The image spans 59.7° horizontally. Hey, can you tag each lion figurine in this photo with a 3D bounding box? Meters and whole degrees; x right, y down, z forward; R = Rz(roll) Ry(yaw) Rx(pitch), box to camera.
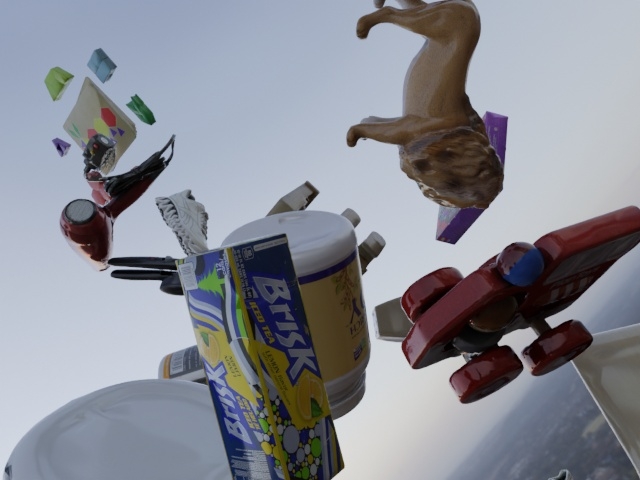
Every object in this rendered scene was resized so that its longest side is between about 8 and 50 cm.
[{"bbox_3d":[0.177,-0.246,0.864,0.142,0.240,0.392,-36,-49,-66],"label":"lion figurine"}]

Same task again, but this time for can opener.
[{"bbox_3d":[-0.293,0.052,0.995,0.073,0.186,0.059,-50,-33,-69],"label":"can opener"}]

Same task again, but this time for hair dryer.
[{"bbox_3d":[-0.359,-0.056,1.000,0.293,0.080,0.223,-56,-17,21],"label":"hair dryer"}]

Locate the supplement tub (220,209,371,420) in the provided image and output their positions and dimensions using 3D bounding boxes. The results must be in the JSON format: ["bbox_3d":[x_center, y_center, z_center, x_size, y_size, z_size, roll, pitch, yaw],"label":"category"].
[{"bbox_3d":[-0.036,0.135,1.008,0.241,0.241,0.331,-27,-62,-38],"label":"supplement tub"}]

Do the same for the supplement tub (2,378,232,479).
[{"bbox_3d":[-0.154,0.317,0.495,0.207,0.207,0.338,-16,-64,-49],"label":"supplement tub"}]

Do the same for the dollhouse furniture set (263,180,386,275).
[{"bbox_3d":[0.000,0.000,1.259,0.212,0.242,0.161,-47,-1,27],"label":"dollhouse furniture set"}]

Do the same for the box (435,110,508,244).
[{"bbox_3d":[0.358,-0.140,1.345,0.293,0.057,0.201,109,175,-64],"label":"box"}]

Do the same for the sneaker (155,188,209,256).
[{"bbox_3d":[-0.359,-0.046,1.555,0.118,0.292,0.110,-27,-38,-17],"label":"sneaker"}]

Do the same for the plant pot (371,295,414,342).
[{"bbox_3d":[0.185,0.205,1.417,0.096,0.109,0.109,-6,-19,-2],"label":"plant pot"}]

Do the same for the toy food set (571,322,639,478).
[{"bbox_3d":[0.554,0.269,0.921,0.219,0.306,0.092,-12,-49,-1],"label":"toy food set"}]

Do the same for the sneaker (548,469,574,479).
[{"bbox_3d":[0.567,0.623,1.374,0.152,0.053,0.061,-32,-69,-24],"label":"sneaker"}]

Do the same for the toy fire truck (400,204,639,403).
[{"bbox_3d":[0.257,0.069,0.732,0.302,0.169,0.254,-14,-34,-22],"label":"toy fire truck"}]

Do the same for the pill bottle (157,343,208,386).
[{"bbox_3d":[-0.221,0.304,1.304,0.278,0.162,0.162,-18,-27,5],"label":"pill bottle"}]

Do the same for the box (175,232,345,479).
[{"bbox_3d":[-0.039,0.084,0.372,0.054,0.169,0.059,-12,3,37],"label":"box"}]

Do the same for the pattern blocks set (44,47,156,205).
[{"bbox_3d":[-0.449,-0.224,1.136,0.324,0.285,0.026,-21,19,41],"label":"pattern blocks set"}]
